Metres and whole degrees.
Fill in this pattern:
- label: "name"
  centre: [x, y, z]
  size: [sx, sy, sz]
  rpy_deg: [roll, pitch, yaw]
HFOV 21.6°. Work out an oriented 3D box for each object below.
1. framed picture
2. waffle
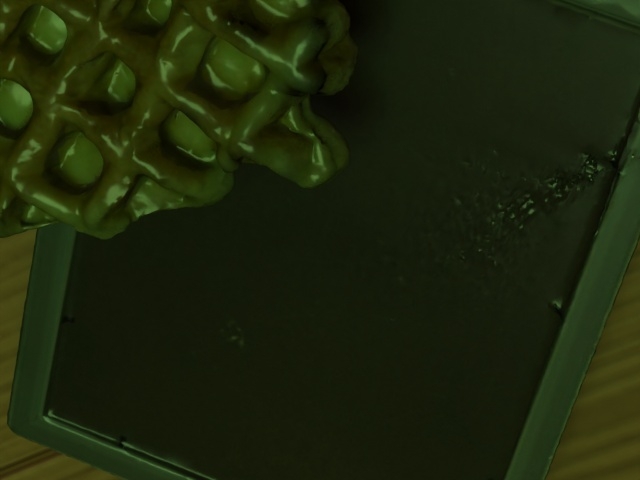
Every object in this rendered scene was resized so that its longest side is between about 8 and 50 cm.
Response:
- label: "framed picture"
  centre: [0.000, 0.000, 0.656]
  size: [0.232, 0.019, 0.296]
  rpy_deg: [21, 122, 9]
- label: "waffle"
  centre: [-0.087, -0.109, 0.583]
  size: [0.204, 0.054, 0.223]
  rpy_deg: [-7, 110, 22]
